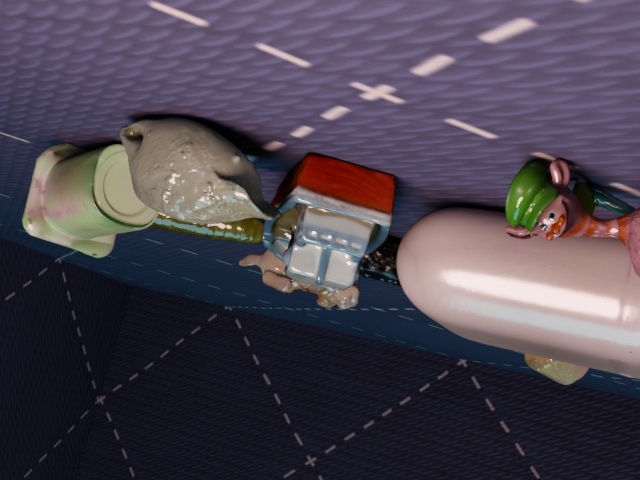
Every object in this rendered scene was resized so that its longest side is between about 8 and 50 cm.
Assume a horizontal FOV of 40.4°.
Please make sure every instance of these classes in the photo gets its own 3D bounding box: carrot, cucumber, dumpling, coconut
[{"bbox_3d":[-0.247,-0.051,1.366,0.358,0.074,0.074,13,170,-6],"label":"carrot"},{"bbox_3d":[0.146,0.041,1.299,0.300,0.072,0.072,16,170,-17],"label":"cucumber"},{"bbox_3d":[-0.139,-0.060,0.956,0.219,0.108,0.152,33,158,32],"label":"dumpling"},{"bbox_3d":[0.466,0.215,1.669,0.122,0.116,0.116,25,167,-25],"label":"coconut"}]

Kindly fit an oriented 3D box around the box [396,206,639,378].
[{"bbox_3d":[0.276,0.063,1.013,0.349,0.141,0.288,11,169,25],"label":"box"}]

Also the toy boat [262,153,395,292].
[{"bbox_3d":[0.000,0.000,1.085,0.145,0.133,0.332,15,171,-6],"label":"toy boat"}]

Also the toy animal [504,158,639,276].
[{"bbox_3d":[0.270,-0.020,0.765,0.208,0.100,0.103,8,-152,19],"label":"toy animal"}]

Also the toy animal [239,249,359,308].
[{"bbox_3d":[-0.027,0.062,1.585,0.184,0.104,0.185,4,171,40],"label":"toy animal"}]

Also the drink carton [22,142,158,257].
[{"bbox_3d":[-0.294,-0.066,1.175,0.146,0.144,0.142,22,158,-40],"label":"drink carton"}]
